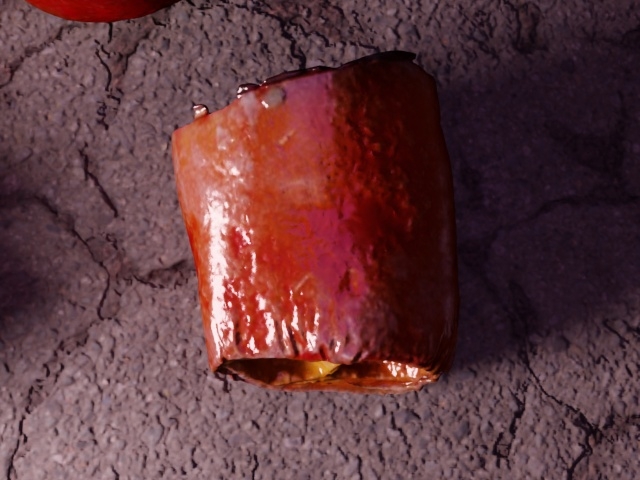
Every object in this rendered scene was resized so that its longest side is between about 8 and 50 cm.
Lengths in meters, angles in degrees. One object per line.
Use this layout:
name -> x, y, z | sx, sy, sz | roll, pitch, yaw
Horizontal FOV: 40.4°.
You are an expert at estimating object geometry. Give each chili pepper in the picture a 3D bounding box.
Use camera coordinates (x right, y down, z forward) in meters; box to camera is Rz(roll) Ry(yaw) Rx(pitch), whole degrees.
chili pepper -> 0.000, 0.000, 0.810 | 0.252, 0.229, 0.305 | -4, 81, -21

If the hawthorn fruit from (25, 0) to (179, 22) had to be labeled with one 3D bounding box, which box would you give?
hawthorn fruit -> -0.217, -0.345, 0.804 | 0.265, 0.307, 0.265 | 0, 85, 2
